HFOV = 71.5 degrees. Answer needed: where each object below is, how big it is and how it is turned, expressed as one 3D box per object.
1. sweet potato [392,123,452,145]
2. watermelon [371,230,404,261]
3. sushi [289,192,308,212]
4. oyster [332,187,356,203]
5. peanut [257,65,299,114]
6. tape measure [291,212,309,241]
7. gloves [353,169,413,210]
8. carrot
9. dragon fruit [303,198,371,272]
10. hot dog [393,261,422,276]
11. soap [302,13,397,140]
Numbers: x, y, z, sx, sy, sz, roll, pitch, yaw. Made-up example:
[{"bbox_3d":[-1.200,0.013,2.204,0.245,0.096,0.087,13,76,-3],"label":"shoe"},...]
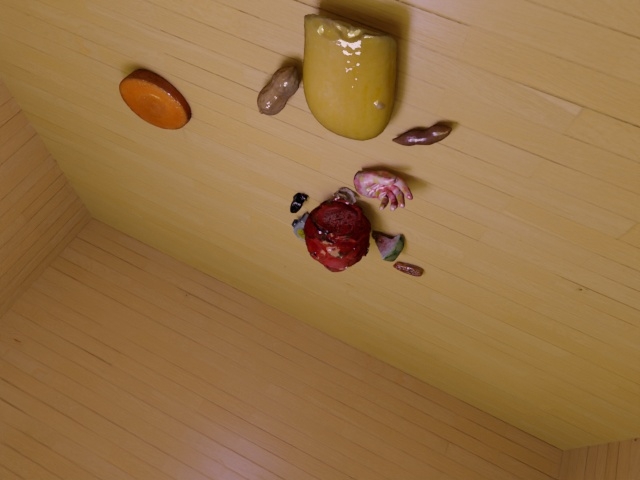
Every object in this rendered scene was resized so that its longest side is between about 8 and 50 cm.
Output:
[{"bbox_3d":[0.327,-0.334,1.435,0.218,0.051,0.065,-2,142,45],"label":"sweet potato"},{"bbox_3d":[0.293,0.034,1.994,0.158,0.121,0.098,12,169,35],"label":"watermelon"},{"bbox_3d":[-0.104,-0.174,2.039,0.056,0.083,0.084,38,151,-13],"label":"sushi"},{"bbox_3d":[0.103,-0.180,1.864,0.083,0.080,0.038,61,177,9],"label":"oyster"},{"bbox_3d":[-0.144,-0.509,1.524,0.101,0.117,0.263,20,154,-26],"label":"peanut"},{"bbox_3d":[0.001,-0.001,2.213,0.330,0.084,0.164,42,151,-19],"label":"tape measure"},{"bbox_3d":[0.241,-0.197,1.662,0.241,0.126,0.145,17,125,26],"label":"gloves"},{"bbox_3d":[-0.699,-0.599,1.911,0.307,0.100,0.258,26,150,-9],"label":"carrot"},{"bbox_3d":[0.076,-0.021,1.921,0.295,0.296,0.302,8,132,33],"label":"dragon fruit"},{"bbox_3d":[0.415,0.137,2.110,0.144,0.038,0.062,17,149,22],"label":"hot dog"},{"bbox_3d":[0.085,-0.480,1.358,0.305,0.115,0.427,19,150,10],"label":"soap"}]
